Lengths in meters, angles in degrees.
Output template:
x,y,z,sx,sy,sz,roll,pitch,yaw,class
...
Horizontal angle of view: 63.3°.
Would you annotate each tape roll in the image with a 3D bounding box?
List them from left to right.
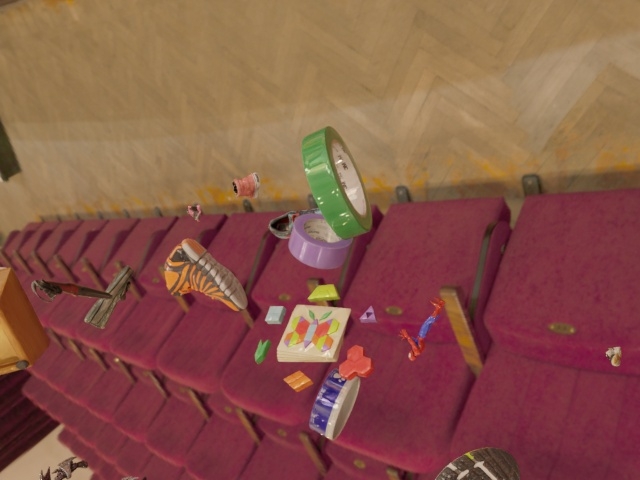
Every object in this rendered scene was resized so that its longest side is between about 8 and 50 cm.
x,y,z,sx,sy,sz,roll,pitch,yaw,class
0.000,0.000,1.605,0.189,0.189,0.080,31,125,22,tape roll
0.052,-0.165,1.490,0.077,0.321,0.321,-21,110,18,tape roll

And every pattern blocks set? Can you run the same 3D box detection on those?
x,y,z,sx,sy,sz,roll,pitch,yaw,class
-0.016,0.226,1.259,0.324,0.285,0.026,-14,134,25,pattern blocks set

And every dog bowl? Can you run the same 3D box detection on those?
x,y,z,sx,sy,sz,roll,pitch,yaw,class
0.060,0.653,2.082,0.104,0.265,0.265,20,138,18,dog bowl

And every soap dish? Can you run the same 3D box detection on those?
x,y,z,sx,sy,sz,roll,pitch,yaw,class
-0.734,0.189,1.037,0.118,0.290,0.229,-122,24,-49,soap dish

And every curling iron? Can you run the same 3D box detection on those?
x,y,z,sx,sy,sz,roll,pitch,yaw,class
-0.653,0.141,1.380,0.068,0.035,0.274,48,-176,18,curling iron

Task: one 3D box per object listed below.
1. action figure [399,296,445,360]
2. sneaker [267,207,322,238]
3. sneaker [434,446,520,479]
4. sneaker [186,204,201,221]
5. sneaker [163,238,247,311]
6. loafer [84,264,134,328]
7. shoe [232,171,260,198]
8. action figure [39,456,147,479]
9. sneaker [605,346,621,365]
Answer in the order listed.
x,y,z,sx,sy,sz,roll,pitch,yaw,class
0.387,0.349,2.095,0.139,0.091,0.280,25,108,26,action figure
-0.076,-0.064,1.968,0.261,0.125,0.104,-15,79,14,sneaker
0.200,0.448,0.826,0.111,0.300,0.121,43,-178,24,sneaker
-0.508,-0.110,2.076,0.119,0.057,0.047,-125,47,-63,sneaker
-0.413,0.159,1.825,0.180,0.124,0.321,-43,91,14,sneaker
-0.761,0.211,1.920,0.084,0.267,0.096,38,-172,-20,loafer
-0.247,-0.172,1.699,0.178,0.081,0.064,139,112,-74,shoe
-0.544,0.603,1.218,0.285,0.099,0.185,-1,115,7,action figure
0.814,0.326,1.448,0.037,0.083,0.032,-13,99,40,sneaker
